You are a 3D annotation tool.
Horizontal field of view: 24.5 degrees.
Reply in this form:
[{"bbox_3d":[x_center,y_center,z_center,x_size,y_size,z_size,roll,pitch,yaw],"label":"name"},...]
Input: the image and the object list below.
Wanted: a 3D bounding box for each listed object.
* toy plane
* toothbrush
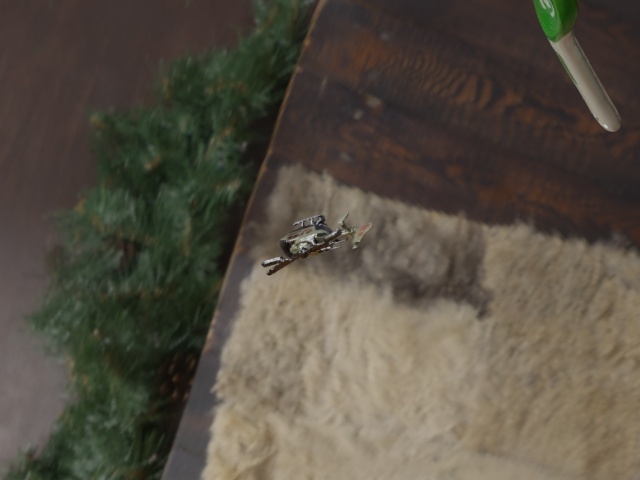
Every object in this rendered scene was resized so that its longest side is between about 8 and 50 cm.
[{"bbox_3d":[0.000,0.000,1.335,0.031,0.120,0.049,59,38,-18],"label":"toy plane"},{"bbox_3d":[0.126,-0.124,0.773,0.030,0.304,0.030,-8,68,20],"label":"toothbrush"}]
